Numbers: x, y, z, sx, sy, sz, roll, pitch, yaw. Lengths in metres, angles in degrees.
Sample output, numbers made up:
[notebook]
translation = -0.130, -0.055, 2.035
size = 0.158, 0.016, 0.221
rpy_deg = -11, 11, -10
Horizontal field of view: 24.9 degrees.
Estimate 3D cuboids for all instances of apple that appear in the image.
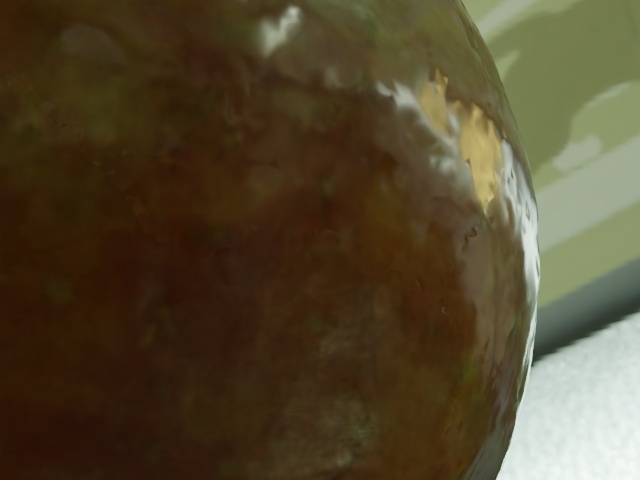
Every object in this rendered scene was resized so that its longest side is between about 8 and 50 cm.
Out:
[apple]
translation = -0.088, 0.021, 0.431
size = 0.250, 0.277, 0.309
rpy_deg = 15, -78, -34
